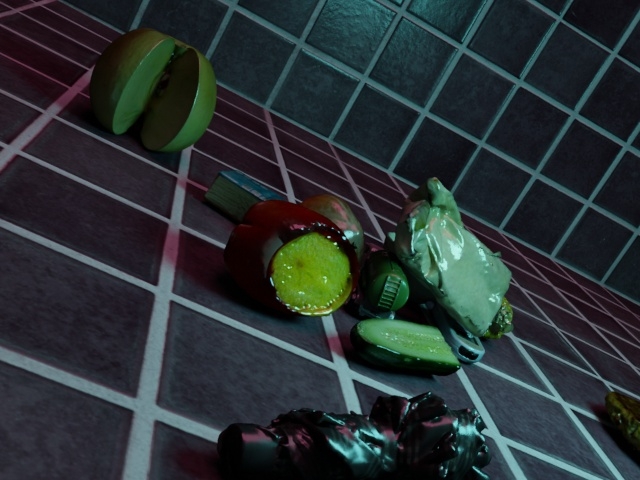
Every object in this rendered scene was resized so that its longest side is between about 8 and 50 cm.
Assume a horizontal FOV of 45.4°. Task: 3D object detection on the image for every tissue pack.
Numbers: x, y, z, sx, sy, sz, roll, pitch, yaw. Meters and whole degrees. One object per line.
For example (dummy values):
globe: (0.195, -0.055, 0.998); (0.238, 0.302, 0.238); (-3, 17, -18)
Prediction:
tissue pack: (-0.151, -0.079, 1.651); (0.169, 0.082, 0.120); (32, 14, 9)

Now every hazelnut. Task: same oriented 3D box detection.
hazelnut: (0.000, 0.000, 1.531); (0.182, 0.182, 0.182); (28, 15, -8)

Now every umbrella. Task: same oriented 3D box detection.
umbrella: (0.057, 0.234, 0.878); (0.337, 0.154, 0.128); (22, 8, -31)

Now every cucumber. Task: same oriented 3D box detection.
cucumber: (0.138, 0.192, 1.347); (0.244, 0.063, 0.115); (18, 25, -39)

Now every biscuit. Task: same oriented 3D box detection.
biscuit: (0.755, 0.447, 1.659); (0.289, 0.081, 0.334); (29, 11, -3)

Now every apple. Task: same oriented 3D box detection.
apple: (-0.381, -0.347, 1.766); (0.292, 0.254, 0.292); (28, 10, -5)

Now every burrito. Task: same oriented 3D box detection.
burrito: (0.253, 0.032, 1.579); (0.332, 0.190, 0.135); (45, -21, -31)

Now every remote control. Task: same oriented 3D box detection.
remote control: (0.295, 0.198, 1.665); (0.087, 0.047, 0.244); (31, 14, -10)

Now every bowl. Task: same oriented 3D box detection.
bowl: (0.222, 0.074, 1.792); (0.211, 0.112, 0.211); (27, 13, -7)

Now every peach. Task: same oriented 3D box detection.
peach: (-0.043, 0.034, 1.290); (0.226, 0.196, 0.190); (29, 48, 5)

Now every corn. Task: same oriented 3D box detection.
corn: (0.356, 0.133, 1.855); (0.119, 0.119, 0.322); (19, 18, -36)

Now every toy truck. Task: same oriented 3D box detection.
toy truck: (0.117, 0.084, 1.548); (0.101, 0.125, 0.242); (27, 14, -8)
